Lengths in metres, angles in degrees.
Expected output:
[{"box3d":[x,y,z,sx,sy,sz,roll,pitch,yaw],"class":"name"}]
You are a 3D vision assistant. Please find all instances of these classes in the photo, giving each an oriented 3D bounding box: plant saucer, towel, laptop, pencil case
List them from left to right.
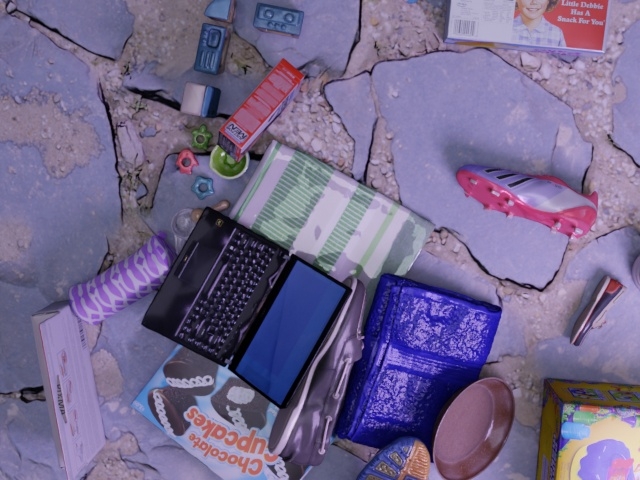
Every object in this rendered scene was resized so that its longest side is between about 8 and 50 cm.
[{"box3d":[-0.342,0.066,1.783,0.206,0.086,0.088,-31,64,10],"class":"pencil case"},{"box3d":[-0.127,0.110,1.704,0.264,0.136,0.234,30,90,-13],"class":"laptop"},{"box3d":[0.000,0.000,1.787,0.324,0.038,0.248,30,96,0],"class":"towel"},{"box3d":[0.170,0.229,1.766,0.227,0.076,0.308,16,99,-7],"class":"towel"},{"box3d":[0.256,0.322,1.762,0.198,0.036,0.199,-16,117,-35],"class":"plant saucer"}]

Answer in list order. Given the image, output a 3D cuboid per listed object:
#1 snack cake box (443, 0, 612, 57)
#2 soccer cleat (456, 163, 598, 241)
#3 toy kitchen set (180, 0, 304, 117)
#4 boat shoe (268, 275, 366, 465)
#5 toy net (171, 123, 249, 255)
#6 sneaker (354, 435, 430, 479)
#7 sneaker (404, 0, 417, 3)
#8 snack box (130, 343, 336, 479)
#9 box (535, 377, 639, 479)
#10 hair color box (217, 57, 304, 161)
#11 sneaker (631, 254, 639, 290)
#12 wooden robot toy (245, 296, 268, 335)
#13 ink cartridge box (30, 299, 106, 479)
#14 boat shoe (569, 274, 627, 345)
[{"box3d":[0.344,-0.395,1.699,0.264,0.089,0.152,6,95,2],"class":"snack cake box"},{"box3d":[0.354,-0.083,1.747,0.248,0.083,0.095,23,67,5],"class":"soccer cleat"},{"box3d":[-0.128,-0.299,1.719,0.166,0.122,0.207,12,97,2],"class":"toy kitchen set"},{"box3d":[0.016,0.226,1.743,0.095,0.112,0.335,24,91,-17],"class":"boat shoe"},{"box3d":[-0.215,-0.079,1.787,0.122,0.045,0.232,25,97,0],"class":"toy net"},{"box3d":[0.091,0.447,1.775,0.112,0.131,0.296,28,106,-3],"class":"sneaker"},{"box3d":[0.113,-0.502,1.709,0.092,0.087,0.229,-16,88,12],"class":"sneaker"},{"box3d":[-0.153,0.316,1.817,0.322,0.060,0.187,38,96,-1],"class":"snack box"},{"box3d":[0.519,0.403,1.731,0.279,0.177,0.290,3,96,2],"class":"box"},{"box3d":[-0.101,-0.218,1.717,0.053,0.093,0.167,41,78,0],"class":"hair color box"},{"box3d":[0.678,0.101,1.702,0.305,0.152,0.114,15,95,0],"class":"sneaker"},{"box3d":[-0.079,0.183,1.804,0.076,0.079,0.173,-37,66,37],"class":"wooden robot toy"},{"box3d":[-0.442,0.254,1.738,0.060,0.239,0.275,-9,95,4],"class":"ink cartridge box"},{"box3d":[0.479,0.128,1.769,0.043,0.049,0.137,30,92,-2],"class":"boat shoe"}]
